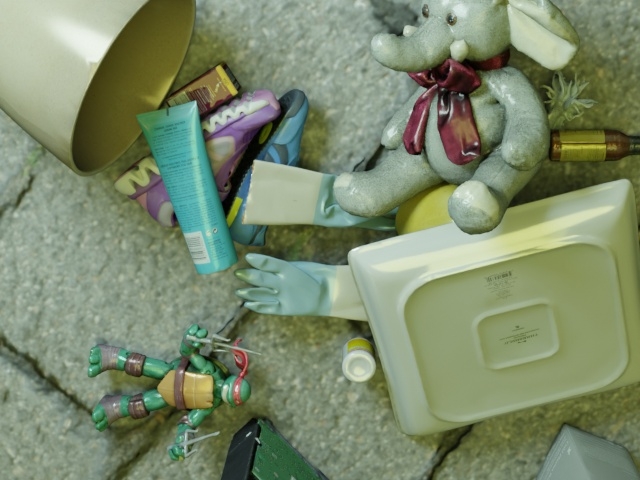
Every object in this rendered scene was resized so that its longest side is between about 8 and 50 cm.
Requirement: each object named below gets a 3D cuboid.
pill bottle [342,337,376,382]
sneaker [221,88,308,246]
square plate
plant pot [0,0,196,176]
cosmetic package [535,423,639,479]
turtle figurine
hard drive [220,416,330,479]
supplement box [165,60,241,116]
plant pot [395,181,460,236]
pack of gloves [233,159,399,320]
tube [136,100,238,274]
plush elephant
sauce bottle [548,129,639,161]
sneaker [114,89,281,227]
[{"bbox_3d":[0.049,0.151,1.927,0.043,0.083,0.043,0,104,1],"label":"pill bottle"},{"bbox_3d":[-0.056,-0.089,1.888,0.082,0.069,0.209,24,102,-20],"label":"sneaker"},{"bbox_3d":[0.237,0.104,1.852,0.347,0.049,0.344,-15,131,3],"label":"square plate"},{"bbox_3d":[-0.330,-0.255,1.779,0.274,0.256,0.256,31,103,11],"label":"plant pot"},{"bbox_3d":[0.343,0.341,1.886,0.107,0.238,0.127,23,102,-4],"label":"cosmetic package"},{"bbox_3d":[-0.178,0.193,1.928,0.234,0.118,0.175,1,89,17],"label":"turtle figurine"},{"bbox_3d":[-0.029,0.367,1.851,0.064,0.339,0.237,-41,100,12],"label":"hard drive"},{"bbox_3d":[-0.145,-0.183,1.869,0.083,0.055,0.043,-31,101,9],"label":"supplement box"},{"bbox_3d":[0.151,-0.023,1.872,0.095,0.134,0.134,25,105,27],"label":"plant pot"},{"bbox_3d":[0.000,0.000,1.901,0.232,0.046,0.195,5,103,-24],"label":"pack of gloves"},{"bbox_3d":[-0.155,-0.062,1.811,0.080,0.052,0.207,-13,105,14],"label":"tube"},{"bbox_3d":[0.165,-0.193,1.757,0.330,0.272,0.255,-35,116,-22],"label":"plush elephant"},{"bbox_3d":[0.351,-0.118,1.878,0.128,0.042,0.042,2,103,2],"label":"sauce bottle"},{"bbox_3d":[-0.137,-0.097,1.864,0.236,0.095,0.104,-32,97,18],"label":"sneaker"}]
